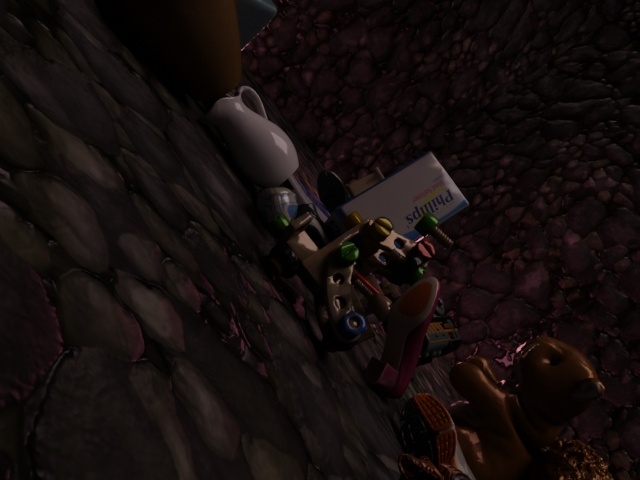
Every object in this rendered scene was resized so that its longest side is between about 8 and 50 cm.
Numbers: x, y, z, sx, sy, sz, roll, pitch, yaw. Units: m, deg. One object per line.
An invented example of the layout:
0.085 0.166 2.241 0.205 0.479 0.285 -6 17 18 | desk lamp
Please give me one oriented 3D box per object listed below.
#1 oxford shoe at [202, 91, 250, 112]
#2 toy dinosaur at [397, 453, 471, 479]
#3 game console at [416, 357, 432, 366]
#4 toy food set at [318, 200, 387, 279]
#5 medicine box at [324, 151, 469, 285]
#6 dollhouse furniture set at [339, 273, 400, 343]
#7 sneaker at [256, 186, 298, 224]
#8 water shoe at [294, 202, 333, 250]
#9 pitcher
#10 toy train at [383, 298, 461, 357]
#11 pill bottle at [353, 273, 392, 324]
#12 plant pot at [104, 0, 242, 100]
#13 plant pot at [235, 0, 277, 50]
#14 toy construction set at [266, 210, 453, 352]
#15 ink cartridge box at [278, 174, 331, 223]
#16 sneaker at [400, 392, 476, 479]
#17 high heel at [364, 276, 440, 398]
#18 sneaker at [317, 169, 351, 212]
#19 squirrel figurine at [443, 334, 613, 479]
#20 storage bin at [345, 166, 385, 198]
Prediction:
-0.183 -0.252 1.293 0.227 0.083 0.096 50 14 -29 | oxford shoe
0.177 0.382 0.770 0.322 0.164 0.218 28 7 -33 | toy dinosaur
0.293 0.327 1.807 0.122 0.107 0.071 61 -33 33 | game console
0.093 0.018 1.897 0.306 0.092 0.219 35 20 -46 | toy food set
0.140 -0.032 1.301 0.149 0.263 0.289 55 -21 6 | medicine box
0.109 0.163 1.210 0.151 0.144 0.123 72 -5 -60 | dollhouse furniture set
-0.087 -0.063 1.152 0.237 0.085 0.086 -108 -163 -85 | sneaker
0.000 0.000 1.217 0.203 0.073 0.080 68 18 -52 | water shoe
-0.133 -0.223 1.220 0.207 0.125 0.177 49 42 -14 | pitcher
0.311 0.267 1.761 0.334 0.142 0.190 9 51 -56 | toy train
0.132 0.142 1.462 0.108 0.108 0.193 56 8 0 | pill bottle
-0.250 -0.406 1.105 0.237 0.237 0.254 -116 -177 -47 | plant pot
-0.302 -0.554 1.288 0.247 0.248 0.252 58 23 17 | plant pot
0.034 0.034 1.001 0.237 0.257 0.309 44 -8 9 | toy construction set
-0.014 -0.060 1.581 0.175 0.069 0.371 58 10 26 | ink cartridge box
0.221 0.404 1.023 0.121 0.099 0.262 58 10 -57 | sneaker
0.179 0.192 1.120 0.082 0.244 0.117 16 -17 42 | high heel
0.044 -0.137 1.766 0.227 0.087 0.130 53 4 -36 | sneaker
0.417 0.397 1.152 0.397 0.370 0.281 59 8 24 | squirrel figurine
0.207 -0.048 1.859 0.262 0.123 0.260 -113 178 -50 | storage bin
